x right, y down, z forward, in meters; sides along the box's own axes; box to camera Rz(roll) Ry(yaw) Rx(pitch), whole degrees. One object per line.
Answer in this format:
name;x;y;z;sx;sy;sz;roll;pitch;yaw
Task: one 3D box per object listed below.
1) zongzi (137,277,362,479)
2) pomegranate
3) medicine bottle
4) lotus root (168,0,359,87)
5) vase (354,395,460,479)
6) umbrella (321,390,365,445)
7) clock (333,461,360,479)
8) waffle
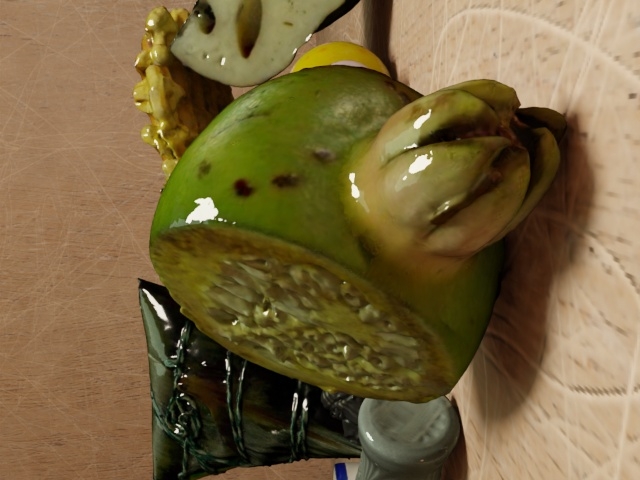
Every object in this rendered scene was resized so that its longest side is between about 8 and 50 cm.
zongzi;-0.067;0.204;1.202;0.362;0.383;0.319;-54;-31;-73
pomegranate;0.015;-0.026;0.420;0.241;0.189;0.159;89;-158;-62
medicine bottle;0.020;-0.153;0.832;0.212;0.121;0.122;-104;12;-80
lotus root;-0.028;-0.310;0.924;0.267;0.149;0.260;-51;7;20
vase;0.061;0.211;0.633;0.096;0.096;0.219;-95;6;-50
umbrella;0.038;0.127;0.871;0.154;0.128;0.337;-66;-27;-58
clock;0.061;0.399;0.982;0.230;0.083;0.231;175;90;-87
waffle;-0.146;-0.132;0.970;0.302;0.068;0.325;-87;-23;-53
